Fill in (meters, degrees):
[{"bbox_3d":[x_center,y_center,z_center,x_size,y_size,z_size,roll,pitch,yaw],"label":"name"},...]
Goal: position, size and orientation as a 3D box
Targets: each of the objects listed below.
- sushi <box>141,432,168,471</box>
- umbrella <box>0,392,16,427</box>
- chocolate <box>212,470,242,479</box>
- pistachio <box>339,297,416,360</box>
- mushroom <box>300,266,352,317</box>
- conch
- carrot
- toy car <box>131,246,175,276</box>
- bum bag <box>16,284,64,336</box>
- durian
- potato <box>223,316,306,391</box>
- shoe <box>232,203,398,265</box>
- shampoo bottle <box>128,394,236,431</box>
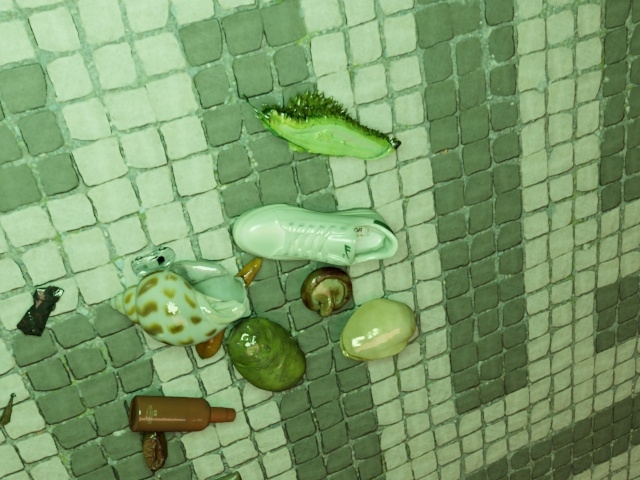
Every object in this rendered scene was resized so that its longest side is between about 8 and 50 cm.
[{"bbox_3d":[-0.387,0.482,1.563,0.052,0.055,0.120,-12,107,-6],"label":"sushi"},{"bbox_3d":[-0.658,0.359,1.404,0.020,0.031,0.083,26,100,2],"label":"umbrella"},{"bbox_3d":[-0.246,0.637,1.709,0.101,0.031,0.064,-16,123,-18],"label":"chocolate"},{"bbox_3d":[0.140,0.220,1.645,0.201,0.117,0.145,-20,81,-6],"label":"pistachio"},{"bbox_3d":[0.016,0.115,1.552,0.127,0.087,0.127,-12,121,-20],"label":"mushroom"},{"bbox_3d":[-0.298,0.134,1.388,0.275,0.182,0.148,19,123,-9],"label":"conch"},{"bbox_3d":[-0.214,0.149,1.487,0.066,0.062,0.271,26,98,3],"label":"carrot"},{"bbox_3d":[-0.348,0.044,1.395,0.093,0.025,0.041,-23,121,-12],"label":"toy car"},{"bbox_3d":[-0.564,0.141,1.339,0.058,0.034,0.124,23,103,-40],"label":"bum bag"},{"bbox_3d":[-0.004,-0.236,1.371,0.375,0.106,0.132,9,111,-28],"label":"durian"},{"bbox_3d":[-0.124,0.266,1.547,0.149,0.113,0.251,-51,137,-7],"label":"potato"},{"bbox_3d":[0.000,0.000,1.450,0.363,0.160,0.131,-2,112,-24],"label":"shoe"},{"bbox_3d":[-0.315,0.403,1.543,0.244,0.085,0.085,10,108,-29],"label":"shampoo bottle"}]
